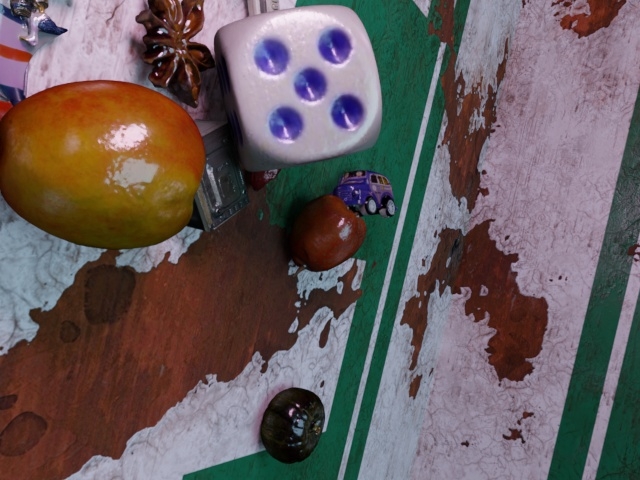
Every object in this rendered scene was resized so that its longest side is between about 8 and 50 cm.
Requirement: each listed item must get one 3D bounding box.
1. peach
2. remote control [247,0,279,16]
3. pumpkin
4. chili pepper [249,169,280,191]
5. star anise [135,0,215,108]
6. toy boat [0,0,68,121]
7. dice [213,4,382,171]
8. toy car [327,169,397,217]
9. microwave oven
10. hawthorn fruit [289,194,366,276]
[{"bbox_3d":[-0.364,-0.126,0.868,0.333,0.308,0.307,4,99,-24],"label":"peach"},{"bbox_3d":[-0.139,-0.555,1.245,0.090,0.049,0.230,-28,123,-46],"label":"remote control"},{"bbox_3d":[-0.077,0.575,1.605,0.238,0.159,0.237,-13,106,-53],"label":"pumpkin"},{"bbox_3d":[-0.113,-0.313,1.322,0.110,0.110,0.387,4,101,-55],"label":"chili pepper"},{"bbox_3d":[-0.295,-0.403,1.045,0.214,0.099,0.219,25,75,-69],"label":"star anise"},{"bbox_3d":[-0.505,-0.358,0.802,0.219,0.072,0.318,31,85,-57],"label":"toy boat"},{"bbox_3d":[-0.054,-0.328,1.136,0.304,0.277,0.304,-14,105,-13],"label":"dice"},{"bbox_3d":[0.126,-0.145,1.668,0.235,0.172,0.157,2,83,-52],"label":"toy car"},{"bbox_3d":[-0.257,-0.146,1.145,0.163,0.129,0.205,-42,133,-38],"label":"microwave oven"},{"bbox_3d":[0.000,0.000,1.507,0.262,0.210,0.210,-48,141,0],"label":"hawthorn fruit"}]
